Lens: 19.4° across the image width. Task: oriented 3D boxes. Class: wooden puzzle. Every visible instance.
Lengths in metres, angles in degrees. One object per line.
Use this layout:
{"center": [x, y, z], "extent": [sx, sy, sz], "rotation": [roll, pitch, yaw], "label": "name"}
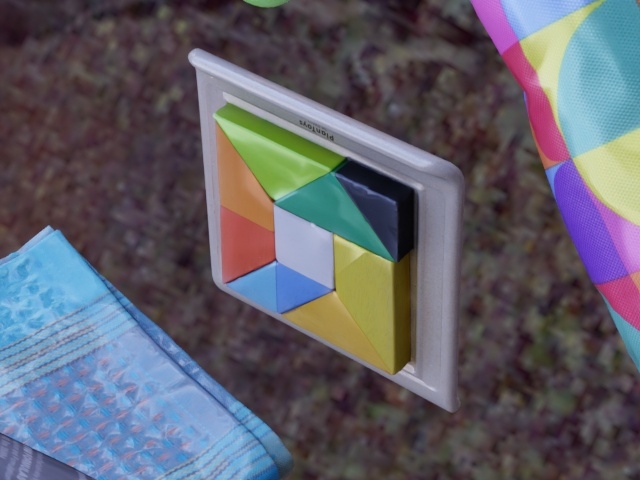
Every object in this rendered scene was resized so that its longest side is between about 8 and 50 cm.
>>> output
{"center": [0.000, 0.000, 1.274], "extent": [0.221, 0.239, 0.044], "rotation": [26, 52, 29], "label": "wooden puzzle"}

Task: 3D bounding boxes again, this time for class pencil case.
{"center": [0.109, -0.046, 0.615], "extent": [0.104, 0.236, 0.104], "rotation": [-24, 1, 0], "label": "pencil case"}

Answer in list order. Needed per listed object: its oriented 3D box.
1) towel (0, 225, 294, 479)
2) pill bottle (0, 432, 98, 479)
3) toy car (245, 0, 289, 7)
{"center": [-0.235, 0.135, 1.084], "extent": [0.271, 0.370, 0.040], "rotation": [40, 143, 36], "label": "towel"}
{"center": [-0.072, 0.182, 0.680], "extent": [0.162, 0.278, 0.162], "rotation": [-57, 12, 19], "label": "pill bottle"}
{"center": [-0.079, -0.222, 1.428], "extent": [0.239, 0.225, 0.053], "rotation": [4, 81, 43], "label": "toy car"}
